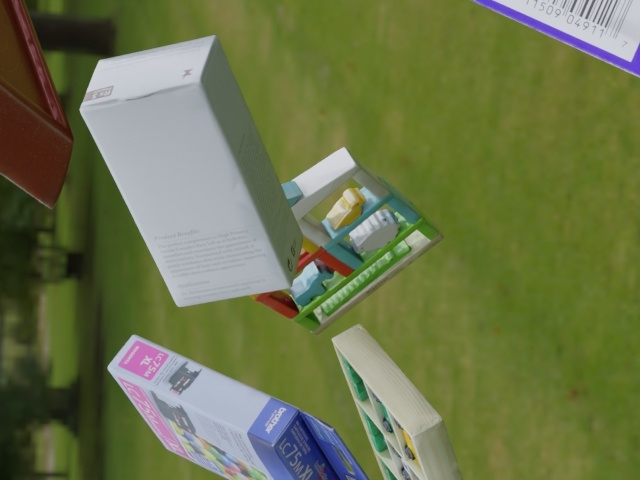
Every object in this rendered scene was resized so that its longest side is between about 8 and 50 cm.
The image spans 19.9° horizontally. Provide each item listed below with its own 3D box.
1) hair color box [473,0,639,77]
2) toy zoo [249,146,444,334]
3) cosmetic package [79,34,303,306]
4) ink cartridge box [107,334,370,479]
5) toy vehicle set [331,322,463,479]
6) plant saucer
[{"bbox_3d":[0.224,-0.212,1.317,0.110,0.185,0.339,-67,-11,19],"label":"hair color box"},{"bbox_3d":[0.000,0.000,1.970,0.030,0.192,0.293,58,-168,29],"label":"toy zoo"},{"bbox_3d":[-0.108,-0.057,1.592,0.085,0.117,0.231,-78,-27,-52],"label":"cosmetic package"},{"bbox_3d":[-0.086,0.225,2.077,0.065,0.311,0.186,-55,-38,-23],"label":"ink cartridge box"},{"bbox_3d":[0.097,0.225,1.863,0.166,0.035,0.267,49,164,46],"label":"toy vehicle set"},{"bbox_3d":[-0.273,-0.179,1.335,0.258,0.047,0.259,43,-158,-62],"label":"plant saucer"}]
